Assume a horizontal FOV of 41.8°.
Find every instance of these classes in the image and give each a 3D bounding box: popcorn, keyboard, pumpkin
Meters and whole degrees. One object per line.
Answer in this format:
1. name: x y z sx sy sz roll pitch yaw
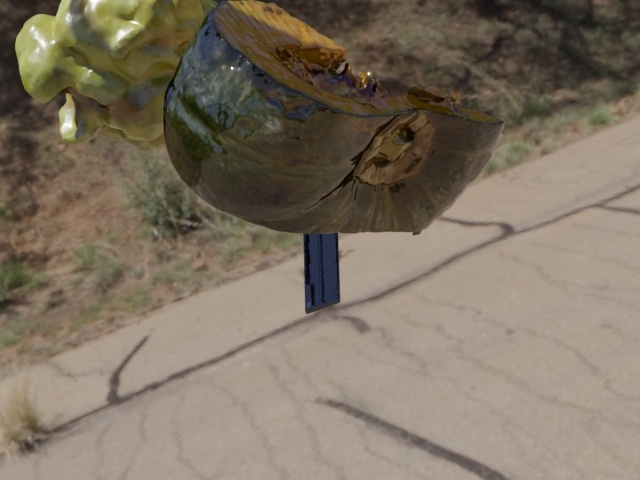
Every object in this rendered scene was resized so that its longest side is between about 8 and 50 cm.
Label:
1. popcorn: -0.212 -0.217 1.015 0.241 0.250 0.235 -28 48 16
2. keyboard: 0.000 0.000 1.136 0.063 0.198 0.010 -21 -32 35
3. pumpkin: -0.001 -0.107 0.743 0.280 0.139 0.190 -1 38 -42
